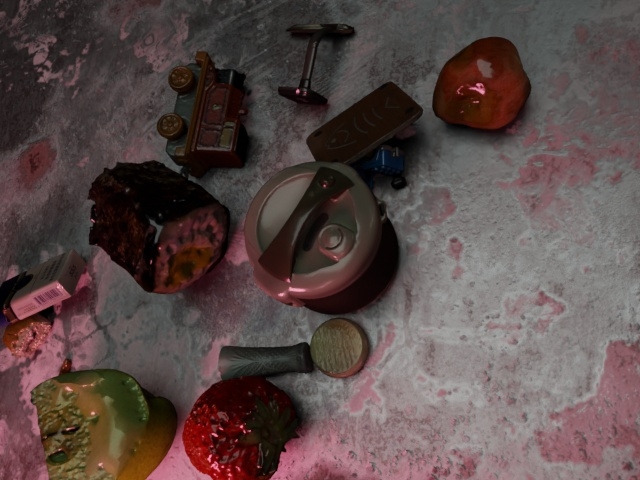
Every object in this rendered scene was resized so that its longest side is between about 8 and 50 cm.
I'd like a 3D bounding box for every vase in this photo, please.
[{"bbox_3d":[-0.131,0.296,1.543,0.219,0.096,0.096,-8,72,13],"label":"vase"}]

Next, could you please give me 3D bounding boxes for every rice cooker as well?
[{"bbox_3d":[0.000,0.000,1.456,0.335,0.325,0.335,-5,72,17],"label":"rice cooker"}]

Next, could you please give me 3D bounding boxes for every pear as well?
[{"bbox_3d":[-0.507,0.475,1.551,0.318,0.238,0.342,-24,62,-2],"label":"pear"}]

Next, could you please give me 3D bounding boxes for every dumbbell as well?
[{"bbox_3d":[0.189,-0.173,1.603,0.036,0.040,0.083,-36,62,39],"label":"dumbbell"}]

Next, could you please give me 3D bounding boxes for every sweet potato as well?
[{"bbox_3d":[-0.712,0.415,1.731,0.044,0.044,0.179,-13,70,15],"label":"sweet potato"}]

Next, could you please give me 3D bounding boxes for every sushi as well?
[{"bbox_3d":[-0.408,-0.035,1.621,0.294,0.299,0.281,30,104,27],"label":"sushi"}]

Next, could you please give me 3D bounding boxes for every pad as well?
[{"bbox_3d":[0.100,-0.288,1.591,0.284,0.018,0.286,-33,29,6],"label":"pad"}]

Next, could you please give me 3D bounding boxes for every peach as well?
[{"bbox_3d":[0.380,-0.363,1.511,0.235,0.214,0.214,-26,66,30],"label":"peach"}]

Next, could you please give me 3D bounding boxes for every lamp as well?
[{"bbox_3d":[-0.050,-0.507,1.745,0.203,0.124,0.283,10,75,31],"label":"lamp"}]

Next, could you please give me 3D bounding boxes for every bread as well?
[{"bbox_3d":[-0.849,0.264,1.801,0.106,0.082,0.125,26,81,26],"label":"bread"}]

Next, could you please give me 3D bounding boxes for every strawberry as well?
[{"bbox_3d":[-0.207,0.436,1.451,0.277,0.257,0.257,-15,68,37],"label":"strawberry"}]

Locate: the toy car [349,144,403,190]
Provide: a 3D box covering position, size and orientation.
[{"bbox_3d":[0.117,-0.180,1.574,0.191,0.097,0.100,-7,80,40],"label":"toy car"}]

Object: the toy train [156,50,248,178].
[{"bbox_3d":[-0.315,-0.335,1.762,0.231,0.163,0.369,6,76,7],"label":"toy train"}]

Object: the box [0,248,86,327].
[{"bbox_3d":[-0.812,0.137,1.796,0.259,0.071,0.168,-23,32,10],"label":"box"}]

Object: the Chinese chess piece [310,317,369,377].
[{"bbox_3d":[0.045,0.258,1.511,0.144,0.058,0.144,-6,70,18],"label":"Chinese chess piece"}]

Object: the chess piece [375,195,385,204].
[{"bbox_3d":[0.122,-0.105,1.608,0.092,0.035,0.035,19,81,20],"label":"chess piece"}]
